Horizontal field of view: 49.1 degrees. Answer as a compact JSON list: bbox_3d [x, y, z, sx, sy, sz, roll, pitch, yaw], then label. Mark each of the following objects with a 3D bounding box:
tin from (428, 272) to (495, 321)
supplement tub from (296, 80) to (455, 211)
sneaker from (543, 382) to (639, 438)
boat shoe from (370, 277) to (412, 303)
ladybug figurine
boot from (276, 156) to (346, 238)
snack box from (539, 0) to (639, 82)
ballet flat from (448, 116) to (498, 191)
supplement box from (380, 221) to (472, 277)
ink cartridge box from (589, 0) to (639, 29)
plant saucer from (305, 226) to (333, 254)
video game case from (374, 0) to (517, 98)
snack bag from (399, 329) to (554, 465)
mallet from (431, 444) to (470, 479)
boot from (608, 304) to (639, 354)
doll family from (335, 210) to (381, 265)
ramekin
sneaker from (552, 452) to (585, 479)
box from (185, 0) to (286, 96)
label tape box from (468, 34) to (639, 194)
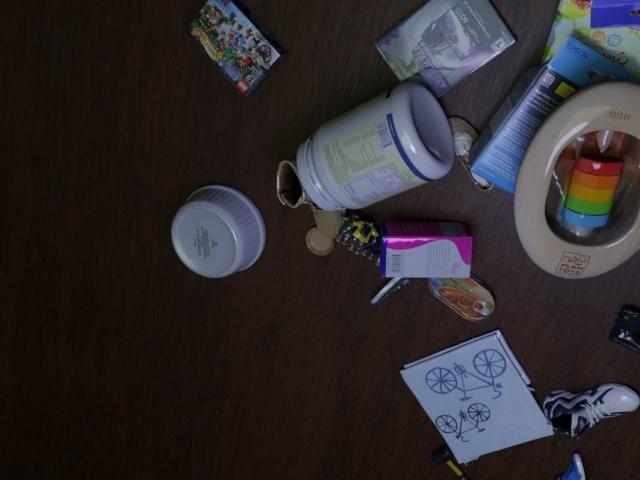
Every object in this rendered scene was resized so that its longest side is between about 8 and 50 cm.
[{"bbox_3d":[0.371,0.131,1.831,0.189,0.040,0.106,38,124,4],"label":"tin"},{"bbox_3d":[0.128,-0.212,1.667,0.324,0.235,0.236,-21,102,35],"label":"supplement tub"},{"bbox_3d":[0.677,0.438,1.758,0.234,0.153,0.094,-5,111,25],"label":"sneaker"},{"bbox_3d":[0.192,0.133,1.901,0.040,0.049,0.142,44,119,1],"label":"boat shoe"},{"bbox_3d":[0.552,-0.124,1.437,0.304,0.162,0.450,11,122,4],"label":"ladybug figurine"},{"bbox_3d":[-0.023,-0.104,1.800,0.095,0.203,0.262,-1,109,27],"label":"boot"},{"bbox_3d":[0.592,-0.417,1.489,0.207,0.070,0.175,20,118,16],"label":"snack box"},{"bbox_3d":[0.363,-0.204,1.676,0.073,0.067,0.206,-35,94,34],"label":"ballet flat"},{"bbox_3d":[0.261,0.022,1.752,0.219,0.114,0.111,1,112,3],"label":"supplement box"},{"bbox_3d":[0.644,-0.533,1.387,0.206,0.045,0.209,0,92,16],"label":"ink cartridge box"},{"bbox_3d":[0.000,0.000,1.946,0.083,0.015,0.084,9,114,19],"label":"plant saucer"},{"bbox_3d":[0.286,-0.460,1.629,0.274,0.026,0.196,-33,95,29],"label":"video game case"},{"bbox_3d":[0.436,0.439,1.930,0.323,0.037,0.343,-30,97,31],"label":"snack bag"},{"bbox_3d":[0.410,0.673,2.042,0.189,0.039,0.062,41,118,-3],"label":"mallet"},{"bbox_3d":[0.768,0.217,1.694,0.121,0.045,0.099,23,115,14],"label":"boot"},{"bbox_3d":[0.139,-0.007,1.839,0.192,0.076,0.111,28,100,-16],"label":"doll family"},{"bbox_3d":[-0.302,-0.017,2.003,0.272,0.127,0.273,8,114,19],"label":"ramekin"},{"bbox_3d":[0.674,0.646,1.901,0.084,0.058,0.152,-8,114,17],"label":"sneaker"},{"bbox_3d":[-0.220,-0.513,1.810,0.233,0.044,0.159,48,120,-1],"label":"box"},{"bbox_3d":[0.524,-0.248,1.529,0.249,0.115,0.348,28,120,-7],"label":"label tape box"}]
